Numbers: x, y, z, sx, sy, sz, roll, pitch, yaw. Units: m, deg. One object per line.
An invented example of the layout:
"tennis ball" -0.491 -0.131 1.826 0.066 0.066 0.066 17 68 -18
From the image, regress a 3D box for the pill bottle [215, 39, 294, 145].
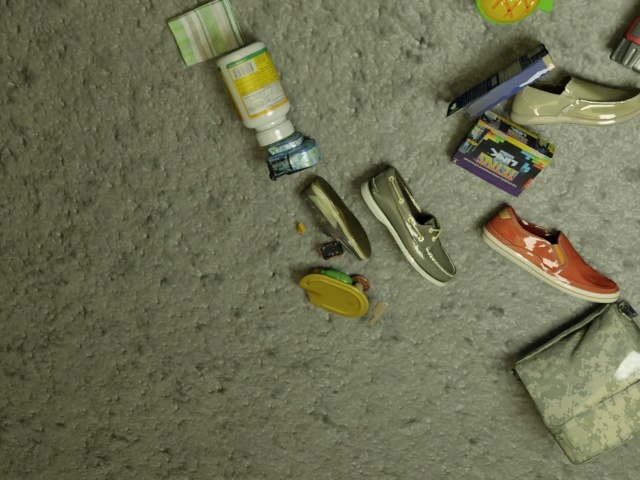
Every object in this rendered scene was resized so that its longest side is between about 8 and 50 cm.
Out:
"pill bottle" -0.136 -0.319 1.547 0.117 0.117 0.208 -18 108 19

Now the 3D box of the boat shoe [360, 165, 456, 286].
"boat shoe" 0.217 -0.030 1.599 0.091 0.109 0.305 -35 98 29

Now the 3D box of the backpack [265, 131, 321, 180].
"backpack" -0.062 -0.196 1.592 0.114 0.105 0.084 -11 111 12

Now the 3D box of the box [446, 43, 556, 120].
"box" 0.360 -0.311 1.427 0.225 0.136 0.036 -30 104 23

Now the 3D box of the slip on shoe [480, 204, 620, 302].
"slip on shoe" 0.518 0.033 1.558 0.331 0.123 0.101 31 112 3

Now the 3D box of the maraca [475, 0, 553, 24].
"maraca" 0.385 -0.488 1.370 0.185 0.099 0.127 -12 121 -9

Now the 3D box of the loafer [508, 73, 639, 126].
"loafer" 0.517 -0.286 1.422 0.268 0.102 0.092 -2 119 14

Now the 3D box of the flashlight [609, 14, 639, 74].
"flashlight" 0.670 -0.455 1.321 0.103 0.103 0.304 30 112 4

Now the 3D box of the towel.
"towel" -0.253 -0.460 1.565 0.152 0.023 0.113 -16 108 19

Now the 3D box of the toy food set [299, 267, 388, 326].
"toy food set" 0.059 0.122 1.731 0.218 0.071 0.128 22 140 5

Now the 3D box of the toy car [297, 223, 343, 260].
"toy car" 0.000 0.000 1.713 0.122 0.060 0.040 51 160 7

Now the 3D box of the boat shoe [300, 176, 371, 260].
"boat shoe" 0.035 -0.042 1.656 0.073 0.080 0.223 -31 98 28

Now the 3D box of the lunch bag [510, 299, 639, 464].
"lunch bag" 0.623 0.310 1.601 0.305 0.212 0.256 -38 84 21

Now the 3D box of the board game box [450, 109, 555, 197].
"board game box" 0.383 -0.183 1.497 0.170 0.048 0.141 28 142 0
